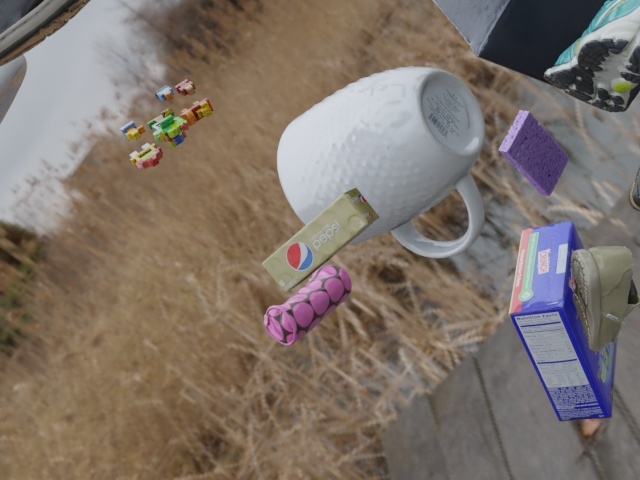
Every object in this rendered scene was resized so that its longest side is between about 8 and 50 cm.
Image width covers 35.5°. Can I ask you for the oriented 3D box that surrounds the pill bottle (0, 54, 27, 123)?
[{"bbox_3d":[-0.665,-0.281,1.469,0.229,0.408,0.229,-55,12,18],"label":"pill bottle"}]

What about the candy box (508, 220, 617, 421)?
[{"bbox_3d":[0.504,0.166,2.049,0.122,0.317,0.268,-12,33,28],"label":"candy box"}]

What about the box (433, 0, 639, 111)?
[{"bbox_3d":[0.337,-0.373,1.508,0.182,0.296,0.294,-59,33,28],"label":"box"}]

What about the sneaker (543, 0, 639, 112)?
[{"bbox_3d":[0.359,-0.233,1.230,0.110,0.107,0.275,-63,1,-8],"label":"sneaker"}]

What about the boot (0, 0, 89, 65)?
[{"bbox_3d":[-0.330,-0.398,1.096,0.377,0.284,0.138,-43,15,7],"label":"boot"}]

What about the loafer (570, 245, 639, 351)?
[{"bbox_3d":[0.452,0.094,1.573,0.092,0.268,0.101,-16,59,7],"label":"loafer"}]

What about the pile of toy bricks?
[{"bbox_3d":[-0.311,-0.242,2.090,0.212,0.118,0.105,-37,37,-16],"label":"pile of toy bricks"}]

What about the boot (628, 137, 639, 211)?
[{"bbox_3d":[0.601,-0.151,1.748,0.137,0.077,0.197,26,-105,-81],"label":"boot"}]

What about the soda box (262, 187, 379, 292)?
[{"bbox_3d":[0.000,0.000,1.527,0.181,0.061,0.058,-40,-4,24],"label":"soda box"}]

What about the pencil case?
[{"bbox_3d":[-0.029,0.128,2.027,0.209,0.098,0.095,-35,-36,-47],"label":"pencil case"}]

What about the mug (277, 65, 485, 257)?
[{"bbox_3d":[0.152,-0.130,1.831,0.328,0.374,0.276,-26,12,47],"label":"mug"}]

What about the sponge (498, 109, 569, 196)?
[{"bbox_3d":[0.516,-0.208,2.405,0.031,0.210,0.117,15,73,49],"label":"sponge"}]
